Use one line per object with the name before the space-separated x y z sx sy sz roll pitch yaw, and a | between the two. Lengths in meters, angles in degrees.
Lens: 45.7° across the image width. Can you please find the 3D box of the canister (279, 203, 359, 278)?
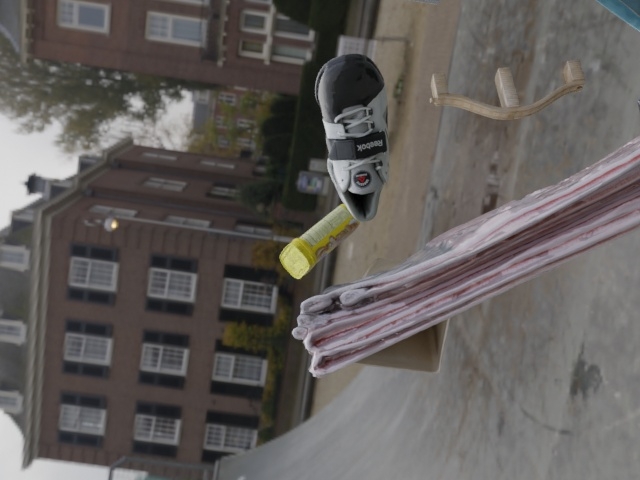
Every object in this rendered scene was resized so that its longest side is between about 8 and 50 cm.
canister | 0.000 0.000 1.725 0.170 0.073 0.126 -39 -5 -26

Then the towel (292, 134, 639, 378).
towel | 0.140 -0.004 0.561 0.332 0.317 0.053 30 -145 -85

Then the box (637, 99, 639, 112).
box | 0.716 -0.213 1.403 0.108 0.207 0.153 -88 -23 -60

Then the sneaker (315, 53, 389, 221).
sneaker | 0.070 -0.162 1.292 0.330 0.123 0.146 78 178 -53

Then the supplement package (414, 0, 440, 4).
supplement package | 0.123 -0.614 1.550 0.177 0.293 0.175 58 138 36

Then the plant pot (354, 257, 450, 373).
plant pot | 0.094 0.081 0.903 0.096 0.109 0.109 -77 -8 -54

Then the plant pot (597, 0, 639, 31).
plant pot | 0.435 -0.424 1.032 0.195 0.290 0.290 -52 14 22

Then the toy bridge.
toy bridge | 0.225 -0.177 0.917 0.026 0.188 0.063 88 175 -66
